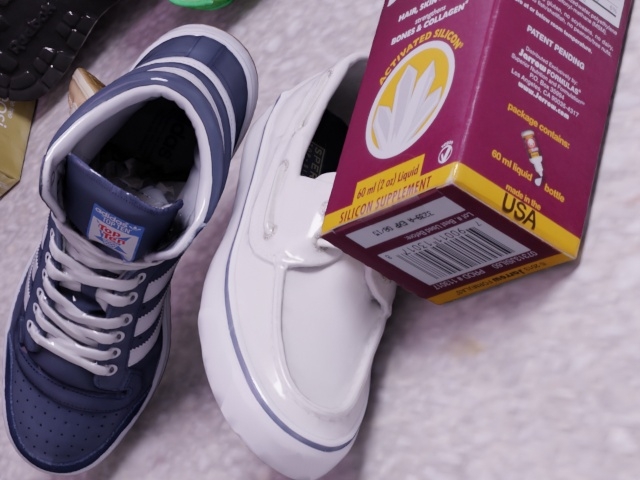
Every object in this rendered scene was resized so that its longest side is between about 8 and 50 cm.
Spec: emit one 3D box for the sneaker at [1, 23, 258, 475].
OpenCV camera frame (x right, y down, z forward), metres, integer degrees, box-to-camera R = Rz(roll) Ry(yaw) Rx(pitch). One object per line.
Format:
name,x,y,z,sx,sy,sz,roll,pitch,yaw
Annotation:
sneaker,-0.120,0.020,1.081,0.153,0.099,0.282,-71,4,-76

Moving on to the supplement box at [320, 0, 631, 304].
supplement box,0.080,-0.077,0.948,0.104,0.081,0.188,-22,45,50

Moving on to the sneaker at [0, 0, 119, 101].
sneaker,-0.171,-0.235,1.499,0.283,0.107,0.124,-36,25,32

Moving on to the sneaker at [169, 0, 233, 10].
sneaker,-0.057,-0.221,1.306,0.295,0.123,0.109,3,33,43

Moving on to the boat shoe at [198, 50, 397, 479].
boat shoe,0.000,0.000,0.992,0.084,0.095,0.258,-44,32,36

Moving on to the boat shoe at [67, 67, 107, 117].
boat shoe,-0.150,-0.065,1.338,0.059,0.063,0.170,-49,29,7

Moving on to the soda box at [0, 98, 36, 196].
soda box,-0.268,-0.112,1.586,0.061,0.058,0.181,-37,36,37
